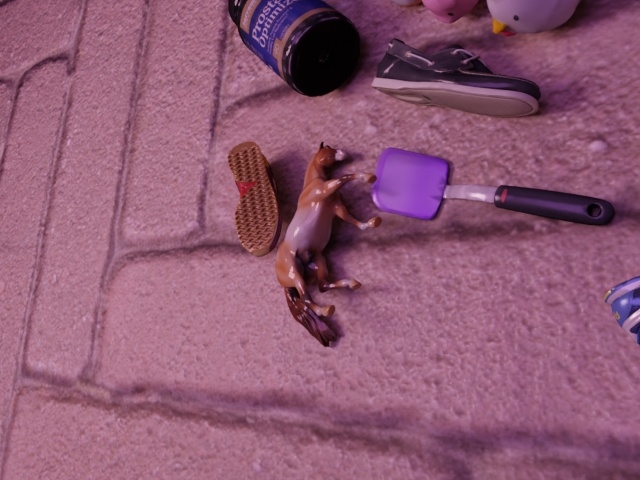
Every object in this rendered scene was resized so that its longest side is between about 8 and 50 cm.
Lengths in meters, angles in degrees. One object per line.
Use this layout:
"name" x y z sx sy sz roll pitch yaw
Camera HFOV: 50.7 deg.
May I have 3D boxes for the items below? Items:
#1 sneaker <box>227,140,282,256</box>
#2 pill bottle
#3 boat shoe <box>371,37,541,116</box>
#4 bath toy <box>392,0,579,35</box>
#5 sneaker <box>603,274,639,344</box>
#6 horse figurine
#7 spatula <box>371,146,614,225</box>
"sneaker" -0.084 -0.051 0.969 0.069 0.084 0.185 -16 61 10
"pill bottle" -0.047 -0.310 0.988 0.123 0.123 0.219 -53 50 13
"boat shoe" 0.161 -0.200 0.814 0.233 0.084 0.079 24 93 44
"bath toy" 0.157 -0.343 0.833 0.348 0.129 0.151 45 139 39
"sneaker" 0.339 0.049 0.618 0.144 0.053 0.059 -34 57 37
"horse figurine" 0.000 0.000 0.889 0.174 0.066 0.263 21 96 53
"spatula" 0.187 -0.053 0.783 0.296 0.030 0.084 14 87 40
